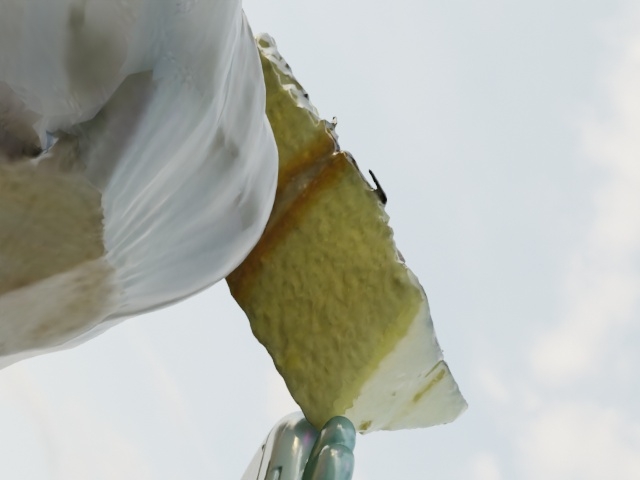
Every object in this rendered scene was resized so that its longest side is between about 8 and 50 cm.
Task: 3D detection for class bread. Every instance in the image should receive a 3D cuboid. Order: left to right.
[{"bbox_3d":[0.000,0.000,1.278,0.266,0.142,0.178,57,-18,37],"label":"bread"}]

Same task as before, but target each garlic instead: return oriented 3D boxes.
[{"bbox_3d":[-0.181,-0.073,0.880,0.259,0.317,0.317,-104,-167,-47],"label":"garlic"}]

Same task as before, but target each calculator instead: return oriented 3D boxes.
[{"bbox_3d":[-0.046,0.213,1.247,0.299,0.041,0.185,121,-12,-45],"label":"calculator"}]
